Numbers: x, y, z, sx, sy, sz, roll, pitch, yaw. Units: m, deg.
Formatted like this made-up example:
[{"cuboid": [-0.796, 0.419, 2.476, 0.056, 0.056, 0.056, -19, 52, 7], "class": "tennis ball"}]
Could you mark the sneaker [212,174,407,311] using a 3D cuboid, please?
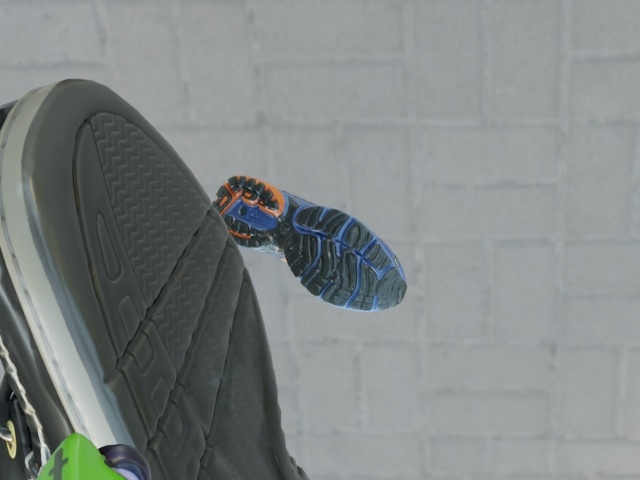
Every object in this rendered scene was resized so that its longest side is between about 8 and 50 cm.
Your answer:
[{"cuboid": [0.000, 0.000, 1.379, 0.087, 0.221, 0.083, 12, 107, -54], "class": "sneaker"}]

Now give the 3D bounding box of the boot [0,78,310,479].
[{"cuboid": [-0.159, 0.104, 0.681, 0.284, 0.138, 0.377, -3, 133, 20], "class": "boot"}]

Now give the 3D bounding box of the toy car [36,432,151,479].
[{"cuboid": [-0.093, 0.067, 0.390, 0.053, 0.239, 0.225, -38, 117, 13], "class": "toy car"}]
